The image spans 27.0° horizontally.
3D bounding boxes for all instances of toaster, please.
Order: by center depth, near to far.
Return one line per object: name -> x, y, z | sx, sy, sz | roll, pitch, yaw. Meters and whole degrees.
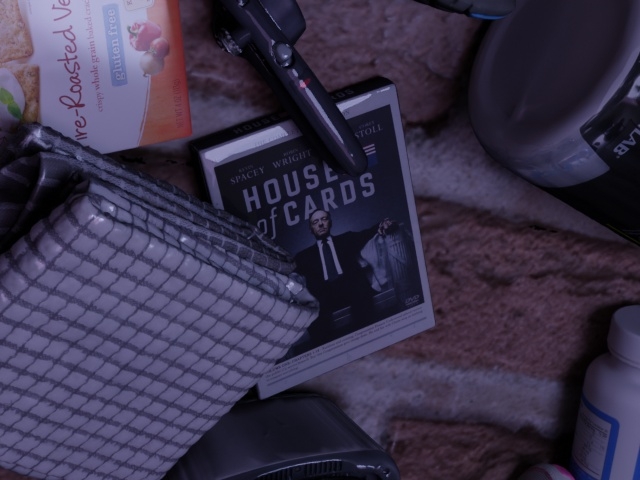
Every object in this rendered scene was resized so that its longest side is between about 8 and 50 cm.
toaster -> -0.034, 0.210, 1.126 | 0.227, 0.146, 0.129 | -9, 115, -22

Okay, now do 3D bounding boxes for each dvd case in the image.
dvd case -> 0.000, 0.000, 1.126 | 0.179, 0.029, 0.239 | -21, 119, -18

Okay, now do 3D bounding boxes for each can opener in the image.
can opener -> -0.020, -0.125, 1.027 | 0.073, 0.059, 0.186 | -35, 104, -6

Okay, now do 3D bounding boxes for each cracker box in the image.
cracker box -> -0.213, -0.131, 0.920 | 0.232, 0.067, 0.156 | -14, 114, -21

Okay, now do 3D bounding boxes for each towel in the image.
towel -> -0.169, 0.059, 0.965 | 0.235, 0.121, 0.283 | -44, 141, 15

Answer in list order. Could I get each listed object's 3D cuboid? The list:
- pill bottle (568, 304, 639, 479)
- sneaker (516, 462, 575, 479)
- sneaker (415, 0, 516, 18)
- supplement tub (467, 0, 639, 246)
pill bottle -> 0.313, 0.182, 1.298 | 0.124, 0.124, 0.221 | -4, 113, -25
sneaker -> 0.152, 0.315, 1.288 | 0.111, 0.103, 0.252 | 36, 91, -34
sneaker -> 0.036, -0.274, 0.974 | 0.341, 0.125, 0.140 | 26, 93, -34
supplement tub -> 0.308, -0.092, 1.132 | 0.338, 0.207, 0.207 | 26, 98, -32
